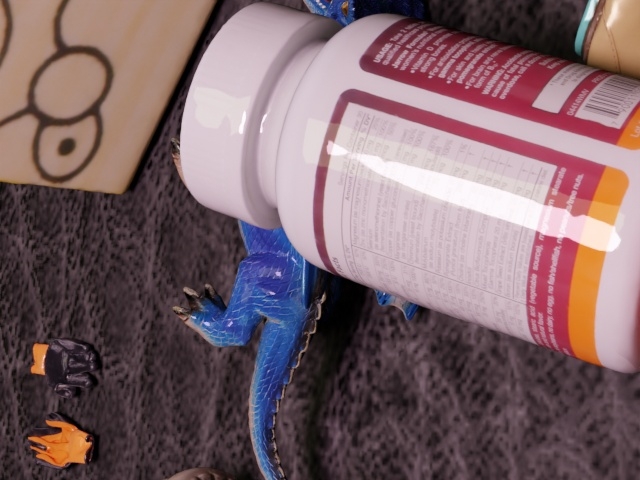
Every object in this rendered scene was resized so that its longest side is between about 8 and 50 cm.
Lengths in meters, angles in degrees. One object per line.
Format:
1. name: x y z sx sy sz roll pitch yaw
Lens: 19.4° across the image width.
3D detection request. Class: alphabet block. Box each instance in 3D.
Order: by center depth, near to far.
1. alphabet block: -0.189 -0.164 1.111 0.193 0.192 0.197 50 121 40

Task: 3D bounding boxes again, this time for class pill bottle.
1. pill bottle: 0.058 -0.030 0.820 0.221 0.121 0.121 19 101 25

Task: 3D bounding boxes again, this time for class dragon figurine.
1. dragon figurine: 0.000 0.000 0.959 0.144 0.085 0.289 -13 76 47

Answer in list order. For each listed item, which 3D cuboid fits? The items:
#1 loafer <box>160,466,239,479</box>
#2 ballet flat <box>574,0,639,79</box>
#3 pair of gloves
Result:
1. loafer: -0.081 0.261 1.023 0.092 0.102 0.268 -14 67 48
2. ballet flat: 0.175 -0.173 0.805 0.073 0.080 0.232 19 104 19
3. pair of gloves: -0.163 0.104 1.188 0.074 0.010 0.083 -2 83 49
